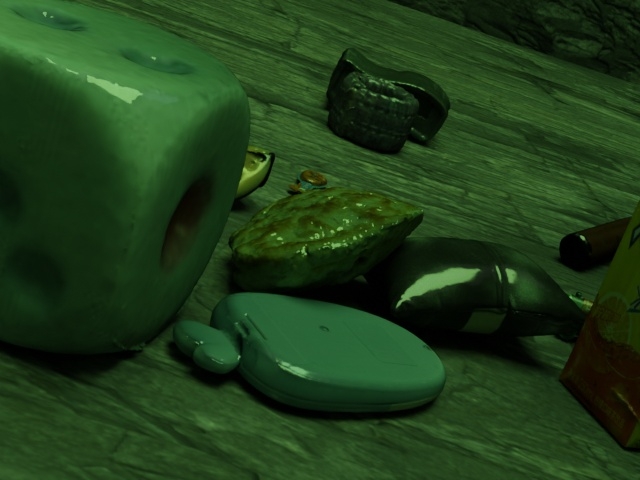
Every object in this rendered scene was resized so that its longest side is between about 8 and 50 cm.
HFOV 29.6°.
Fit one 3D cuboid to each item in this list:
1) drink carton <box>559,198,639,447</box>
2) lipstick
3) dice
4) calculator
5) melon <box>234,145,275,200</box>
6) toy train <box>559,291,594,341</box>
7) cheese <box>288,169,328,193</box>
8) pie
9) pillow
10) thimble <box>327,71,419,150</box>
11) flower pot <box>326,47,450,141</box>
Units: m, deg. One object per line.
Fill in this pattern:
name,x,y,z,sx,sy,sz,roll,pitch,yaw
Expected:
drink carton,0.404,0.048,1.324,0.111,0.351,0.154,10,22,-27
lipstick,0.479,-0.005,1.961,0.057,0.057,0.356,31,23,27
dice,-0.236,-0.068,1.140,0.262,0.268,0.264,24,21,10
calculator,-0.005,0.111,1.225,0.302,0.042,0.188,9,23,-35
melon,-0.152,-0.095,1.584,0.160,0.079,0.128,7,6,-30
toy train,0.346,0.103,1.546,0.103,0.064,0.044,20,22,0
cheese,-0.017,-0.082,1.748,0.047,0.017,0.111,20,20,8
pie,0.000,0.000,1.389,0.201,0.090,0.248,6,23,42
pillow,0.169,0.053,1.443,0.250,0.106,0.186,5,19,-21
thimble,0.091,-0.223,2.094,0.150,0.098,0.150,19,19,-7
flower pot,0.125,-0.262,2.219,0.229,0.103,0.108,21,21,0
